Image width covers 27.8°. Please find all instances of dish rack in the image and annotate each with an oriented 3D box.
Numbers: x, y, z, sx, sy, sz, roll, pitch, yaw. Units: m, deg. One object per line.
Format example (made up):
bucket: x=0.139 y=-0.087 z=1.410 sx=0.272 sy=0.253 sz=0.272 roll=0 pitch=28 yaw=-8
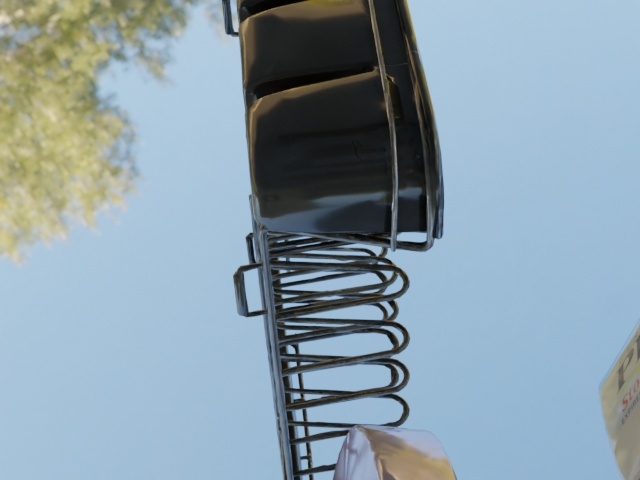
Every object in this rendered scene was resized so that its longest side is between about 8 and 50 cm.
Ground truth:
dish rack: x=0.000 y=0.000 z=0.567 sx=0.074 sy=0.271 sz=0.208 roll=-4 pitch=-136 yaw=-2

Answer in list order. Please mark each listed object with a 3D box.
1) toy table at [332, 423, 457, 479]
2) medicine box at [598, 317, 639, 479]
toy table: x=0.083 y=0.193 z=0.409 sx=0.160 sy=0.252 sz=0.274 roll=8 pitch=-119 yaw=-7
medicine box: x=0.351 y=0.069 z=0.735 sx=0.289 sy=0.263 sz=0.149 roll=23 pitch=-158 yaw=-6
